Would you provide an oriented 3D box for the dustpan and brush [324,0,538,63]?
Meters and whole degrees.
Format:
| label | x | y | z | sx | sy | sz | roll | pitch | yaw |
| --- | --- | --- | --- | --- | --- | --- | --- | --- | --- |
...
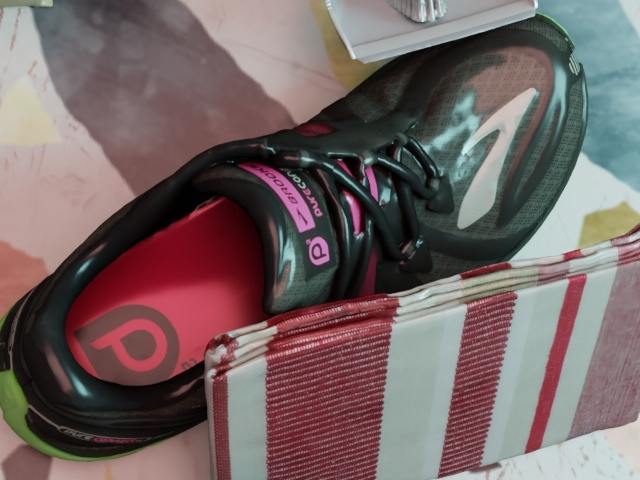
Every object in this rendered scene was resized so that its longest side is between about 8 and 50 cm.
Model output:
| label | x | y | z | sx | sy | sz | roll | pitch | yaw |
| --- | --- | --- | --- | --- | --- | --- | --- | --- | --- |
| dustpan and brush | 0.052 | -0.218 | 1.197 | 0.147 | 0.211 | 0.060 | -17 | 127 | -12 |

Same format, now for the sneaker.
| label | x | y | z | sx | sy | sz | roll | pitch | yaw |
| --- | --- | --- | --- | --- | --- | --- | --- | --- | --- |
| sneaker | 0.000 | 0.000 | 1.113 | 0.483 | 0.202 | 0.185 | -35 | 89 | -13 |

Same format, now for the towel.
| label | x | y | z | sx | sy | sz | roll | pitch | yaw |
| --- | --- | --- | --- | --- | --- | --- | --- | --- | --- |
| towel | 0.081 | 0.098 | 1.108 | 0.329 | 0.237 | 0.037 | -14 | 55 | -11 |

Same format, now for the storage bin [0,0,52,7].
| label | x | y | z | sx | sy | sz | roll | pitch | yaw |
| --- | --- | --- | --- | --- | --- | --- | --- | --- | --- |
| storage bin | -0.325 | -0.294 | 1.147 | 0.262 | 0.123 | 0.260 | -4 | 82 | -10 |
